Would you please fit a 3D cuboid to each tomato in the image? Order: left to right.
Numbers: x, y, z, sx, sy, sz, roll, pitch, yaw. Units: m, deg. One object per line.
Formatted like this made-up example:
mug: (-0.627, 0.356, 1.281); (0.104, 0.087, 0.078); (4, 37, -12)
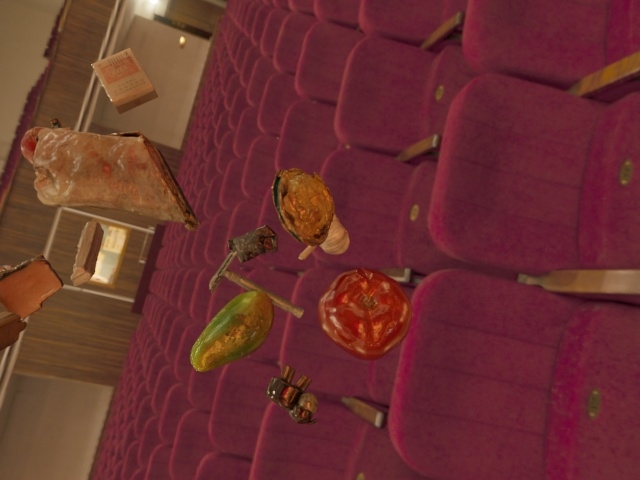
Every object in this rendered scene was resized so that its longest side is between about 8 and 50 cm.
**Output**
tomato: (0.139, 0.243, 1.624); (0.226, 0.298, 0.299); (104, 172, -58)

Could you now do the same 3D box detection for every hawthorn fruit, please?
hawthorn fruit: (-0.730, -0.243, 1.362); (0.128, 0.128, 0.128); (-164, 90, -73)

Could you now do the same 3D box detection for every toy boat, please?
toy boat: (-0.806, -0.298, 1.516); (0.186, 0.075, 0.077); (-89, -11, -54)

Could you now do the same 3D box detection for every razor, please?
razor: (-0.147, 0.126, 1.239); (0.068, 0.231, 0.106); (-57, 5, 33)

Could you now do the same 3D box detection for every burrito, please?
burrito: (-0.397, -0.130, 0.990); (0.107, 0.347, 0.175); (-57, -23, -75)

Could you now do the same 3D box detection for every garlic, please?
garlic: (0.000, 0.000, 2.063); (0.226, 0.199, 0.199); (-37, 23, 5)

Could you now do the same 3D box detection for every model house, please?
model house: (-0.963, 0.129, 1.656); (0.172, 0.183, 0.167); (21, 139, 47)

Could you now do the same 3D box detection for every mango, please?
mango: (-0.195, 0.212, 1.162); (0.125, 0.111, 0.233); (11, 48, 45)

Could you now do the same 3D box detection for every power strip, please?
power strip: (-0.628, 0.196, 0.882); (0.305, 0.044, 0.064); (-61, -14, -76)

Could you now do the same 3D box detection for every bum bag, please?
bum bag: (-0.247, 0.015, 1.874); (0.248, 0.102, 0.069); (-17, 23, 41)

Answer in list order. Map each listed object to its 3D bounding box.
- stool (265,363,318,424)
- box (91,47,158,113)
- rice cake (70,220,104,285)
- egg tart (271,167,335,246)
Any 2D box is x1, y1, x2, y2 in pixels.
stool: (-0.074, 0.449, 1.487); (0.217, 0.125, 0.121); (16, 67, 50)
box: (-0.623, -0.508, 1.623); (0.201, 0.141, 0.058); (56, 167, 26)
rice cake: (-0.624, 0.029, 1.366); (0.057, 0.052, 0.256); (-40, 33, 11)
egg tart: (-0.035, -0.120, 1.595); (0.107, 0.291, 0.291); (-22, 46, 30)
